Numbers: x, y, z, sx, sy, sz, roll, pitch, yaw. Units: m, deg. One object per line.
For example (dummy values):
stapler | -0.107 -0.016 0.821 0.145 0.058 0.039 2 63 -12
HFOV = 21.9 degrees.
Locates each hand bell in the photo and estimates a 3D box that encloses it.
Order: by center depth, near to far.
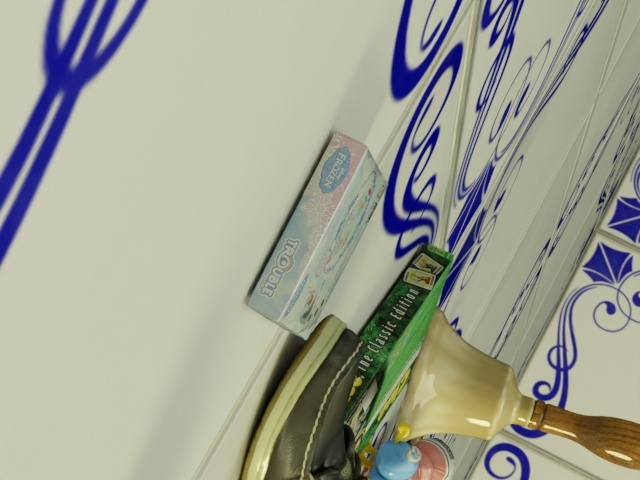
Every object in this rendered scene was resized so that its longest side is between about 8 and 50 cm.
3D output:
hand bell | 0.192 0.153 1.410 0.126 0.242 0.126 18 90 -85

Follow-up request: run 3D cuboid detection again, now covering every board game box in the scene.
board game box | 0.000 0.000 0.788 0.090 0.020 0.090 -63 170 -5
board game box | 0.018 0.121 1.135 0.260 0.030 0.136 -51 161 -49

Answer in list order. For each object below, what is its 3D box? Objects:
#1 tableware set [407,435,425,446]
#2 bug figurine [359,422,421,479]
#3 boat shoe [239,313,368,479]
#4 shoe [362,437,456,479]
tableware set | 0.097 0.166 1.632 0.154 0.024 0.104 64 49 -75
bug figurine | 0.004 0.276 1.311 0.279 0.072 0.216 -46 160 -59
boat shoe | -0.007 0.143 0.945 0.080 0.073 0.223 -47 160 -58
shoe | 0.053 0.259 1.552 0.081 0.063 0.178 -9 139 -51
